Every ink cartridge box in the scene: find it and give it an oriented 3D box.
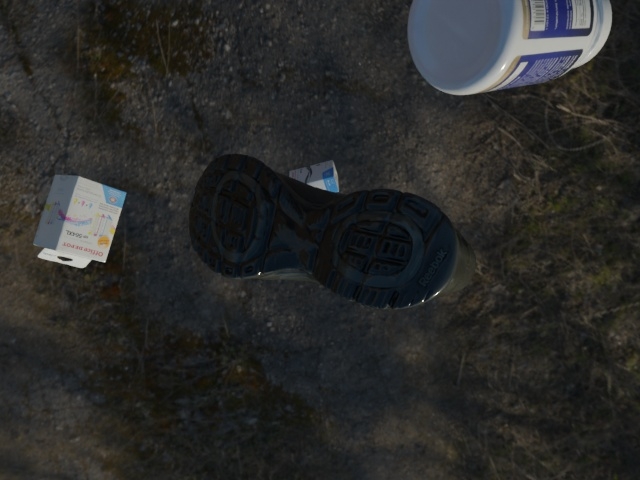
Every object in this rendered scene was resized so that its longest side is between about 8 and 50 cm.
[{"bbox_3d":[-0.404,-0.028,0.972,0.092,0.090,0.143,21,80,-47],"label":"ink cartridge box"},{"bbox_3d":[-0.018,-0.083,0.832,0.083,0.048,0.028,-14,125,9],"label":"ink cartridge box"}]

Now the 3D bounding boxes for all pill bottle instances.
[{"bbox_3d":[0.249,-0.272,0.736,0.265,0.153,0.153,-17,133,-38],"label":"pill bottle"}]

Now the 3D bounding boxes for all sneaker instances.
[{"bbox_3d":[0.000,0.000,0.514,0.130,0.286,0.109,16,93,-56],"label":"sneaker"}]
